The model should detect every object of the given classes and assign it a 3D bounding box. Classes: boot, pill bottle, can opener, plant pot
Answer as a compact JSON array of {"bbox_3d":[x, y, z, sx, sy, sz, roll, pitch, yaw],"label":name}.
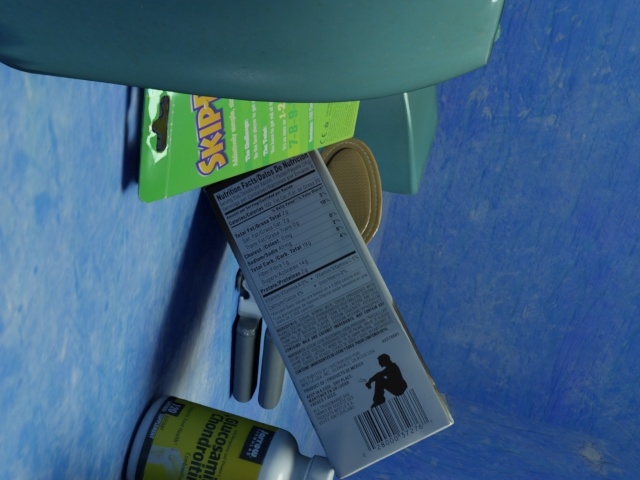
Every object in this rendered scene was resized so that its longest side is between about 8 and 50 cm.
[{"bbox_3d":[0.000,0.000,1.163,0.220,0.109,0.283,-143,-128,-74],"label":"boot"},{"bbox_3d":[-0.083,0.221,0.837,0.103,0.184,0.103,15,90,-82],"label":"pill bottle"},{"bbox_3d":[-0.068,0.108,1.131,0.093,0.074,0.280,-66,168,-51],"label":"can opener"},{"bbox_3d":[0.070,-0.213,1.211,0.234,0.165,0.166,84,21,-47],"label":"plant pot"},{"bbox_3d":[-0.009,-0.198,0.418,0.293,0.235,0.293,15,90,-81],"label":"plant pot"}]

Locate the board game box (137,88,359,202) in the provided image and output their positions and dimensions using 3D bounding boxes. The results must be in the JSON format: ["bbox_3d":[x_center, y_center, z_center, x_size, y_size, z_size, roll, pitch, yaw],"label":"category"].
[{"bbox_3d":[-0.050,-0.118,0.699,0.259,0.039,0.124,-27,135,-49],"label":"board game box"}]

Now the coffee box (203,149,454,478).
[{"bbox_3d":[0.010,0.070,0.864,0.297,0.119,0.168,64,0,14],"label":"coffee box"}]
